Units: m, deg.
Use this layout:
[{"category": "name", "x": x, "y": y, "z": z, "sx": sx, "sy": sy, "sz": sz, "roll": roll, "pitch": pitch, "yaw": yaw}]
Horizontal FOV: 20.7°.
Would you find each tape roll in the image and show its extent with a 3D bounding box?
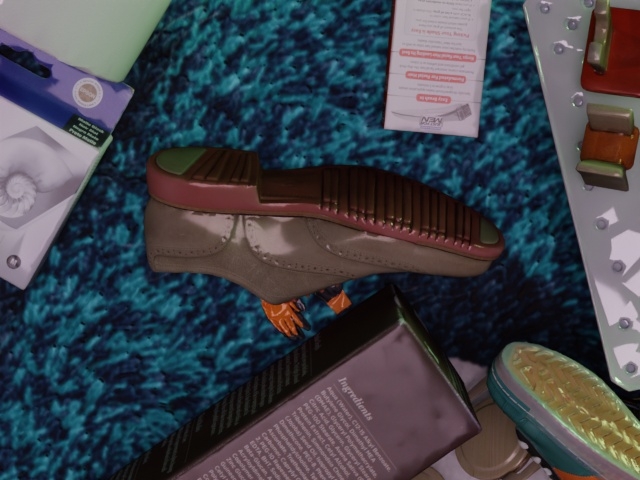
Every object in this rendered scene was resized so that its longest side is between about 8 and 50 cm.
[{"category": "tape roll", "x": -0.273, "y": -0.254, "z": 1.552, "sx": 0.286, "sy": 0.286, "sz": 0.100, "roll": 31, "pitch": 97, "yaw": -5}]

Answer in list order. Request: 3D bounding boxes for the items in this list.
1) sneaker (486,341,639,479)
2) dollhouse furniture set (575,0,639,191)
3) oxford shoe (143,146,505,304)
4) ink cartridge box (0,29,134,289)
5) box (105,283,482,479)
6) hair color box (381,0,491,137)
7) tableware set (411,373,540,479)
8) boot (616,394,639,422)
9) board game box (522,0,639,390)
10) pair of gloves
[{"category": "sneaker", "x": 0.254, "y": 0.222, "z": 1.615, "sx": 0.302, "sy": 0.108, "sz": 0.121, "roll": 40, "pitch": 123, "yaw": -7}, {"category": "dollhouse furniture set", "x": 0.370, "y": -0.160, "z": 1.596, "sx": 0.259, "sy": 0.135, "sz": 0.262, "roll": 10, "pitch": 84, "yaw": 15}, {"category": "oxford shoe", "x": 0.000, "y": 0.000, "z": 1.688, "sx": 0.348, "sy": 0.123, "sz": 0.130, "roll": 11, "pitch": 114, "yaw": 3}, {"category": "ink cartridge box", "x": -0.327, "y": -0.100, "z": 1.692, "sx": 0.223, "sy": 0.045, "sz": 0.224, "roll": 28, "pitch": 97, "yaw": -4}, {"category": "box", "x": -0.044, "y": 0.212, "z": 1.671, "sx": 0.381, "sy": 0.191, "sz": 0.143, "roll": -36, "pitch": 97, "yaw": 6}, {"category": "hair color box", "x": 0.111, "y": -0.187, "z": 1.681, "sx": 0.093, "sy": 0.053, "sz": 0.167, "roll": 5, "pitch": 97, "yaw": -3}, {"category": "tableware set", "x": 0.136, "y": 0.233, "z": 1.720, "sx": 0.194, "sy": 0.128, "sz": 0.039, "roll": -40, "pitch": 136, "yaw": 11}, {"category": "boot", "x": 0.301, "y": 0.192, "z": 1.712, "sx": 0.219, "sy": 0.106, "sz": 0.082, "roll": 18, "pitch": 98, "yaw": -3}, {"category": "board game box", "x": 0.421, "y": -0.086, "z": 1.655, "sx": 0.390, "sy": 0.050, "sz": 0.390, "roll": -13, "pitch": 83, "yaw": 1}, {"category": "pair of gloves", "x": -0.017, "y": 0.055, "z": 1.736, "sx": 0.083, "sy": 0.010, "sz": 0.074, "roll": -34, "pitch": 97, "yaw": 3}]
